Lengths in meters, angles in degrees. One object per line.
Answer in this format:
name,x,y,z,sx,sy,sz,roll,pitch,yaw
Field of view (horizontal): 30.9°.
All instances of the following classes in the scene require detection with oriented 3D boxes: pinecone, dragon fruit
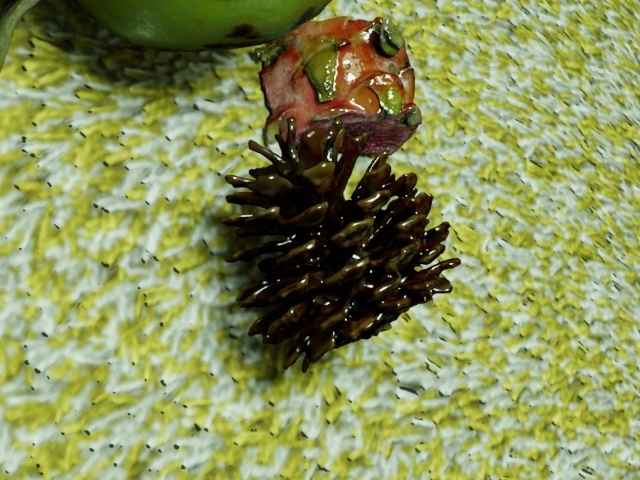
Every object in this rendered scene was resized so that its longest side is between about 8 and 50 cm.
pinecone,0.003,-0.007,0.816,0.163,0.163,0.165,-23,83,-42
dragon fruit,0.031,-0.127,0.935,0.147,0.096,0.102,7,69,-33

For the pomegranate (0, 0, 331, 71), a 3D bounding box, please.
pomegranate,-0.111,-0.254,0.765,0.323,0.291,0.291,-34,92,-42
